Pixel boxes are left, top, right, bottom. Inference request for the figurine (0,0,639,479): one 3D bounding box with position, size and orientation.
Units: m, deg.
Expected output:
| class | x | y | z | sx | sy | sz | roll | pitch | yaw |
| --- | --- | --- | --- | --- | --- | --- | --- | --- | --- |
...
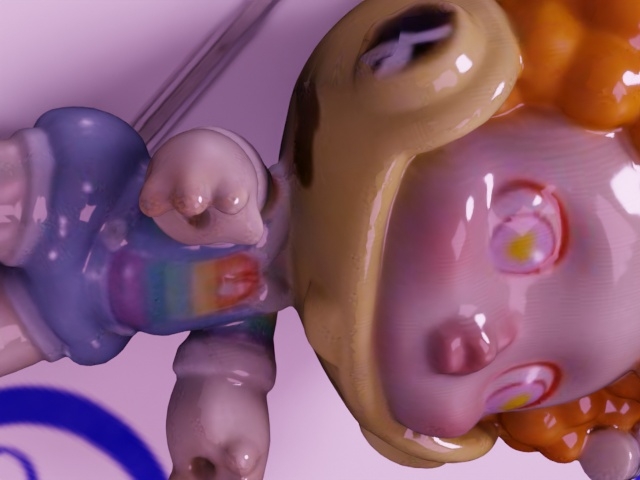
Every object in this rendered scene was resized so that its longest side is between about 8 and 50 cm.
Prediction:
| class | x | y | z | sx | sy | sz | roll | pitch | yaw |
| --- | --- | --- | --- | --- | --- | --- | --- | --- | --- |
| figurine | -0.001 | -0.026 | 0.724 | 0.382 | 0.205 | 0.224 | 3 | 121 | -19 |
